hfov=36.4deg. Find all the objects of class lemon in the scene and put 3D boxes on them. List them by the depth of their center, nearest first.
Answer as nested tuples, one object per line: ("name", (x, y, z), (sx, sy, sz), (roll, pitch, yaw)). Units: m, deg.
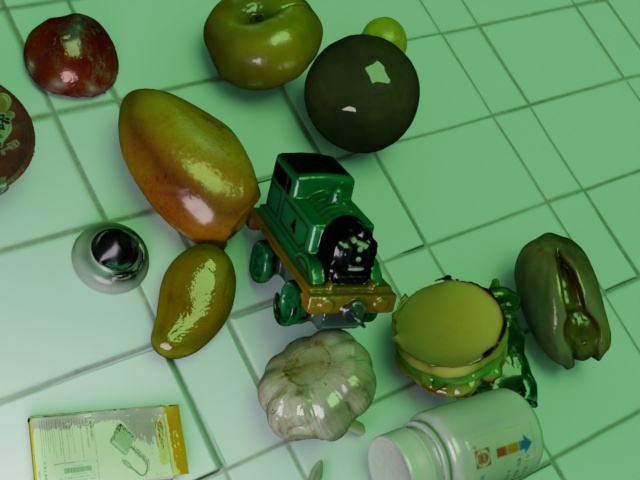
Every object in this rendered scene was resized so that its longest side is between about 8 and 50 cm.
("lemon", (0.144, -0.449, 2.217), (0.109, 0.109, 0.133), (15, 51, -17))

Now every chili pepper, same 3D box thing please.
("chili pepper", (0.358, 0.200, 1.954), (0.136, 0.099, 0.270), (-1, 66, 2))

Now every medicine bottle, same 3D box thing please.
("medicine bottle", (0.243, 0.377, 1.746), (0.293, 0.170, 0.170), (-11, 68, -30))

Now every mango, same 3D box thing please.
("mango", (-0.225, 0.111, 1.727), (0.136, 0.099, 0.227), (29, 62, -13))
("mango", (-0.251, -0.150, 1.812), (0.201, 0.199, 0.350), (-40, 84, 3))

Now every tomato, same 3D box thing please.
("tomato", (-0.473, -0.369, 1.884), (0.189, 0.099, 0.173), (-6, 63, -30))

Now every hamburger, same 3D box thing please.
("hamburger", (0.248, 0.200, 1.845), (0.237, 0.149, 0.237), (-6, 45, 6))

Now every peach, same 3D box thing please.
("peach", (-0.119, -0.424, 2.024), (0.251, 0.153, 0.251), (0, 52, 0))

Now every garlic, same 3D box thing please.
("garlic", (0.011, 0.283, 1.714), (0.212, 0.219, 0.218), (60, 42, -38))

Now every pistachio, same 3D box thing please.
("pistachio", (0.495, 0.123, 2.018), (0.166, 0.197, 0.288), (-11, 80, -1))

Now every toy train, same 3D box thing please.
("toy train", (0.000, 0.000, 1.754), (0.178, 0.249, 0.429), (1, 27, -25))

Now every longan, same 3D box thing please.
("longan", (0.089, -0.307, 2.034), (0.258, 0.258, 0.258), (12, 58, -19))

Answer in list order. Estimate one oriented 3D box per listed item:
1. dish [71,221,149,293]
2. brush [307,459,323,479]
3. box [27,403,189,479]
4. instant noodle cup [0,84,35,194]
("dish", (-0.364, 0.016, 1.725), (0.141, 0.078, 0.141), (12, 58, -20))
("brush", (-0.046, 0.498, 1.629), (0.039, 0.042, 0.299), (27, 50, -8))
("box", (-0.343, 0.339, 1.576), (0.247, 0.033, 0.129), (0, 62, -25))
("instant noodle cup", (-0.640, -0.163, 1.690), (0.274, 0.090, 0.274), (12, 58, -19))
